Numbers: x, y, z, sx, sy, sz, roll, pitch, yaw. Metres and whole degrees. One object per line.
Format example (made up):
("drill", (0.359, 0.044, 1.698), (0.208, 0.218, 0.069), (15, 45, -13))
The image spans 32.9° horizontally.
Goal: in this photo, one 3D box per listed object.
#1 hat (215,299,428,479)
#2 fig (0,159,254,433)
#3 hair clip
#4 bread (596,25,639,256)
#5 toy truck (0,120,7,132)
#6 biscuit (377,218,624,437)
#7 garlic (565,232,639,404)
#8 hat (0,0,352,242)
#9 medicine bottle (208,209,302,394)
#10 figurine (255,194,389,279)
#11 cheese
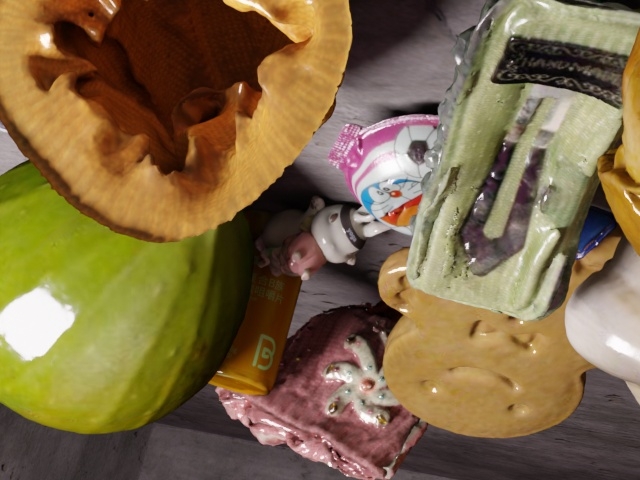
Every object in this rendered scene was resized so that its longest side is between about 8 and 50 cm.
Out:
("hat", (0.043, 0.148, 1.289), (0.236, 0.286, 0.107), (25, 132, 23))
("fig", (-0.201, 0.027, 1.064), (0.316, 0.316, 0.316), (13, 163, 4))
("hair clip", (0.142, -0.066, 0.755), (0.138, 0.091, 0.321), (14, 143, 2))
("bread", (0.259, -0.024, 0.597), (0.195, 0.149, 0.344), (13, 180, 23))
("toy truck", (-0.188, -0.116, 0.888), (0.216, 0.110, 0.116), (22, 174, -26))
("biscuit", (0.182, 0.092, 1.080), (0.275, 0.052, 0.355), (17, 136, -3))
("garlic", (0.338, 0.048, 0.868), (0.281, 0.185, 0.203), (-11, 180, 13))
("hat", (-0.052, -0.106, 0.741), (0.244, 0.233, 0.233), (-25, 166, 20))
("medicine bottle", (-0.075, 0.071, 1.221), (0.096, 0.192, 0.096), (15, 163, 5))
("figurine", (0.004, 0.008, 1.119), (0.146, 0.098, 0.081), (-3, 143, 49))
("cheese", (0.124, -0.038, 0.901), (0.244, 0.062, 0.155), (21, 145, -10))
